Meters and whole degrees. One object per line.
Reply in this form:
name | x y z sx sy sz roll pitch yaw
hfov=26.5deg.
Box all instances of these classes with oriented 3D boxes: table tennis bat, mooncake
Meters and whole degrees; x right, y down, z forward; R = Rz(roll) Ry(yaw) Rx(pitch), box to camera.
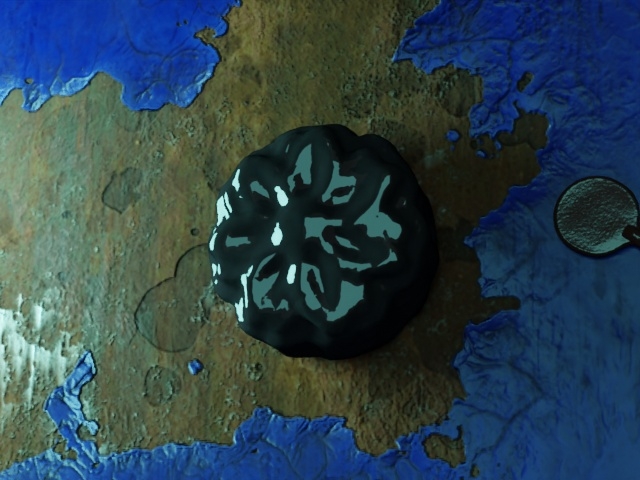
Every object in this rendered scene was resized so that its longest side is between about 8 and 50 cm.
table tennis bat | 0.345 -0.017 1.586 0.155 0.019 0.098 30 85 24
mooncake | 0.000 0.000 1.621 0.283 0.141 0.283 -4 76 18
